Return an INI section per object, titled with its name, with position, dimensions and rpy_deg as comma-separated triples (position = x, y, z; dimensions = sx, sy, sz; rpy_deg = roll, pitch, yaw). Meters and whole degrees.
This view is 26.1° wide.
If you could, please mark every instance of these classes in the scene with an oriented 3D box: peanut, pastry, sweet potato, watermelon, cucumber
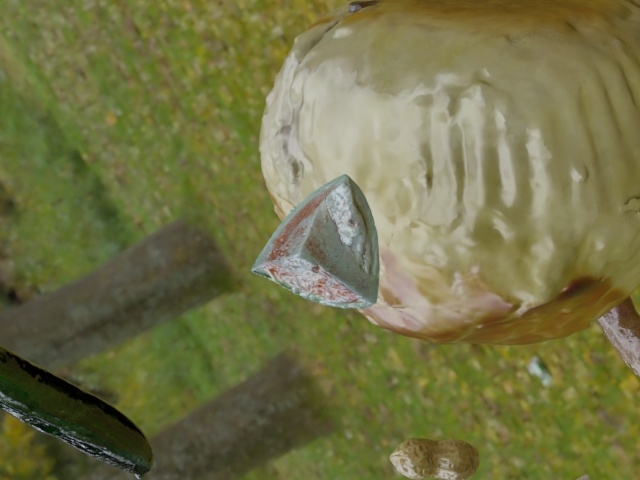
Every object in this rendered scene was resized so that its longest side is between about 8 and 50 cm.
[peanut]
position = 0.128, 0.243, 1.529
dimensions = 0.054, 0.113, 0.054
rpy_deg = -21, 66, 60
[pastry]
position = 0.141, -0.066, 1.204
dimensions = 0.388, 0.388, 0.313
rpy_deg = -145, 44, -59
[sweet potato]
position = 0.350, 0.088, 1.626
dimensions = 0.218, 0.051, 0.065
rpy_deg = 58, 168, 26
[watermelon]
position = 0.000, 0.000, 0.841
dimensions = 0.085, 0.085, 0.061
rpy_deg = 58, -163, 4
[cucumber]
position = -0.144, 0.094, 0.775
dimensions = 0.036, 0.033, 0.184
rpy_deg = 56, -172, 36

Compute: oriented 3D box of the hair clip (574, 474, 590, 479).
[hair clip]
position = 0.177, 0.277, 1.207
dimensions = 0.072, 0.226, 0.034
rpy_deg = 28, 138, 9
